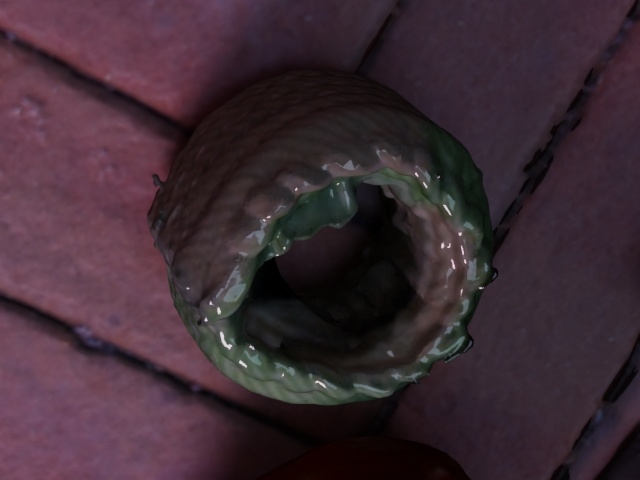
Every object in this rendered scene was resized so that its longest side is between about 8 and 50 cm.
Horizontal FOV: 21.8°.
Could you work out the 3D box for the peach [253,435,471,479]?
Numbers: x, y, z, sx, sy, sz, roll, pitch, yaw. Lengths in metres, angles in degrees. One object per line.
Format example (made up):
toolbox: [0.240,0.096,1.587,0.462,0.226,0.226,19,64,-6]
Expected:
peach: [0.002,0.298,1.153,0.338,0.281,0.281,-41,117,1]

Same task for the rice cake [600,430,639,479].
rice cake: [0.165,0.325,1.318,0.064,0.070,0.399,32,100,-30]

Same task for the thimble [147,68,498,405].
thimble: [0.000,0.000,1.089,0.219,0.150,0.219,-7,113,-16]
